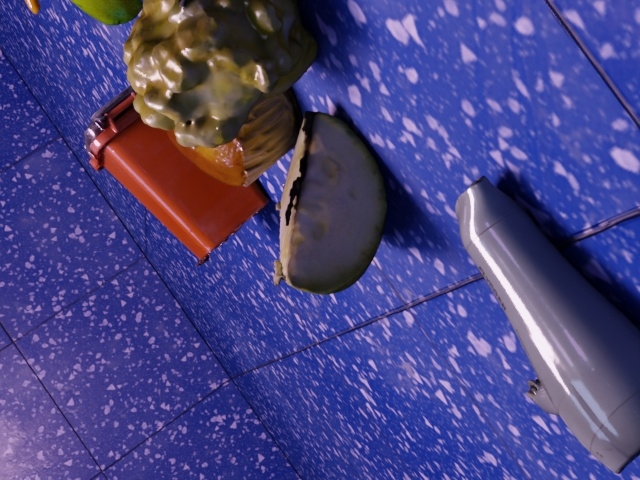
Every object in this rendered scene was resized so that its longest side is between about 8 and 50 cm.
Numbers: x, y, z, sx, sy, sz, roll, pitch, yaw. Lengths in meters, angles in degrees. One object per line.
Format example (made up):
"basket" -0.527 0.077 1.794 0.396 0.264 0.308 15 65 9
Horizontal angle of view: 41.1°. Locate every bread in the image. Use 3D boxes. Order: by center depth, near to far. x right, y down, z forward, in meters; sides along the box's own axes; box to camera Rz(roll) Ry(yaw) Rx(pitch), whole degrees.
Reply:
"bread" -0.109 -0.143 0.887 0.190 0.114 0.132 36 153 38

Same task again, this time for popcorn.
"popcorn" -0.083 -0.160 0.685 0.142 0.173 0.173 56 166 -29

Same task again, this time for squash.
"squash" 0.000 0.000 0.846 0.252 0.093 0.169 118 161 -72

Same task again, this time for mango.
"mango" -0.266 -0.325 0.982 0.119 0.100 0.178 42 160 38

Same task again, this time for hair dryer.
"hair dryer" 0.166 0.078 0.641 0.206 0.075 0.237 57 174 22

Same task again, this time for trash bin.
"trash bin" -0.188 -0.098 1.137 0.238 0.161 0.184 48 165 -3

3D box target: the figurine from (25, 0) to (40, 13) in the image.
"figurine" -0.426 -0.432 1.201 0.250 0.166 0.141 50 -175 -4
